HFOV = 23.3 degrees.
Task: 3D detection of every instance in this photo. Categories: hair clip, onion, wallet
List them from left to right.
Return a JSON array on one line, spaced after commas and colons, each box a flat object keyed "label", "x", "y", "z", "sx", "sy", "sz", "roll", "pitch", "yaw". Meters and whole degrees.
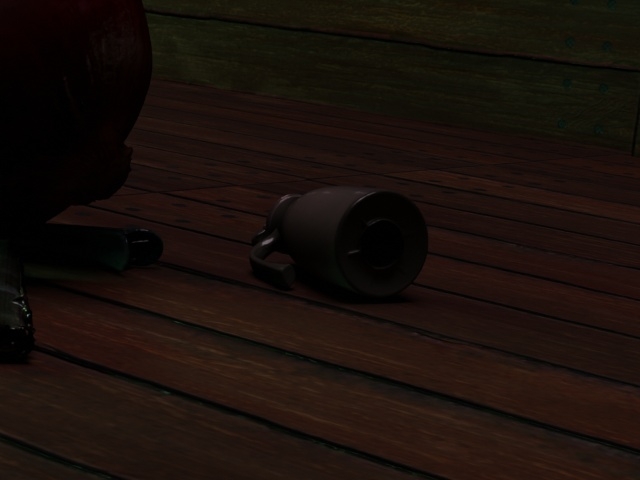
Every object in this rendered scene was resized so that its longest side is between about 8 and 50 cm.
[{"label": "wallet", "x": -0.327, "y": 0.039, "z": 1.289, "sx": 0.169, "sy": 0.044, "sz": 0.317, "roll": 7, "pitch": 11, "yaw": -14}, {"label": "onion", "x": -0.314, "y": -0.172, "z": 1.500, "sx": 0.341, "sy": 0.341, "sz": 0.341, "roll": 5, "pitch": 10, "yaw": -1}, {"label": "hair clip", "x": -0.274, "y": 0.002, "z": 1.573, "sx": 0.229, "sy": 0.039, "sz": 0.070, "roll": 5, "pitch": 8, "yaw": 24}]

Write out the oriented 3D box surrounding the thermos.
[{"label": "thermos", "x": 0.000, "y": 0.000, "z": 1.557, "sx": 0.137, "sy": 0.105, "sz": 0.193, "roll": -34, "pitch": 23, "yaw": -22}]
